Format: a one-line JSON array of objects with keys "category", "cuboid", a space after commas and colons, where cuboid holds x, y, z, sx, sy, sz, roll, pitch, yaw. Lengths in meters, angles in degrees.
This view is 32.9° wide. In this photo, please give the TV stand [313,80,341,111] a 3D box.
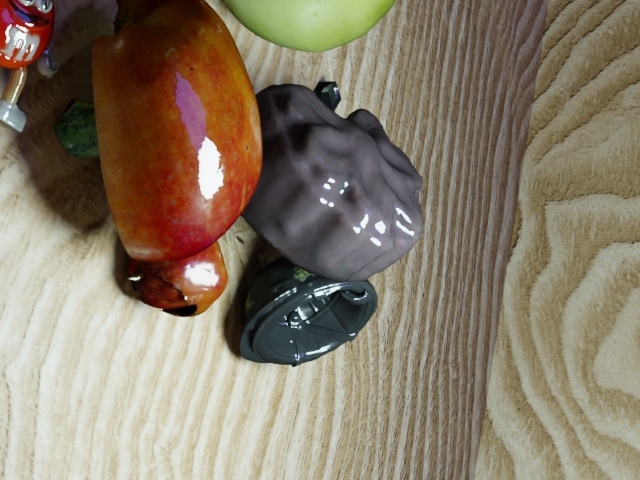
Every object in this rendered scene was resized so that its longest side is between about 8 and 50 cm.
[{"category": "TV stand", "cuboid": [-0.024, -0.232, 2.182, 0.256, 0.040, 0.049, -61, 143, -43]}]

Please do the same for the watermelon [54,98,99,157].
[{"category": "watermelon", "cuboid": [-0.331, -0.160, 1.549, 0.092, 0.085, 0.072, -60, -172, 24]}]

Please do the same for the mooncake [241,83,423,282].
[{"category": "mooncake", "cuboid": [0.015, -0.100, 1.889, 0.381, 0.212, 0.350, 0, 58, -56]}]

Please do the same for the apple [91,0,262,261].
[{"category": "apple", "cuboid": [-0.224, -0.172, 1.557, 0.295, 0.329, 0.365, -28, 134, -24]}]

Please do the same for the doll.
[{"category": "doll", "cuboid": [-0.396, -0.264, 1.386, 0.183, 0.085, 0.217, 31, 73, -59]}]

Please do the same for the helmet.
[{"category": "helmet", "cuboid": [-0.041, 0.108, 2.007, 0.230, 0.279, 0.160, 109, -36, -45]}]

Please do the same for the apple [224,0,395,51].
[{"category": "apple", "cuboid": [-0.014, -0.494, 1.868, 0.357, 0.357, 0.357, -6, 96, -63]}]

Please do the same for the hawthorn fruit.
[{"category": "hawthorn fruit", "cuboid": [-0.229, 0.048, 1.677, 0.172, 0.148, 0.148, -2, 94, -53]}]
